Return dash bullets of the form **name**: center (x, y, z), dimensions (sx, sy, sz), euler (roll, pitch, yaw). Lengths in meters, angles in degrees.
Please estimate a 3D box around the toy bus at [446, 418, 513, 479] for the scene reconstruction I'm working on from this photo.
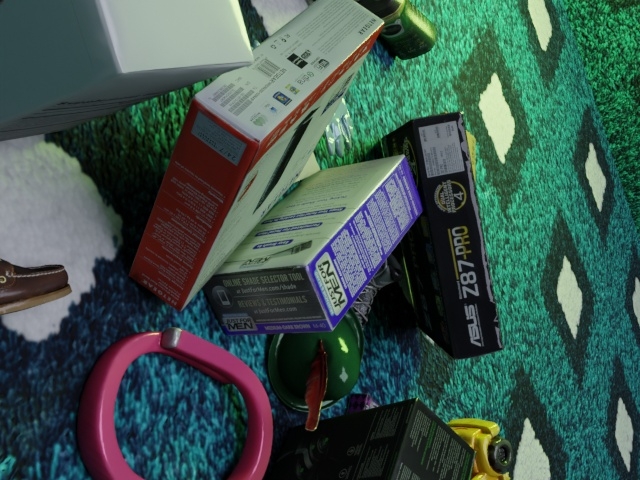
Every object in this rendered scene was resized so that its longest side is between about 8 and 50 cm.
- **toy bus**: center (0.258, 0.472, 1.389), dimensions (0.211, 0.149, 0.220), euler (-9, 88, -39)

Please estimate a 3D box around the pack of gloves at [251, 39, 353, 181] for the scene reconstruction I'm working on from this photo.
- **pack of gloves**: center (-0.042, -0.226, 1.206), dimensions (0.195, 0.046, 0.232), euler (-30, 104, -41)

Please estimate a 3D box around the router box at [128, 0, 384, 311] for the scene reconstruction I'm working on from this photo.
- **router box**: center (-0.076, -0.117, 0.903), dimensions (0.082, 0.301, 0.335), euler (35, 45, 2)

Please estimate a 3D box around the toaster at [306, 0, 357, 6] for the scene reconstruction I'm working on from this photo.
- **toaster**: center (0.042, -0.498, 1.258), dimensions (0.185, 0.168, 0.110), euler (60, 41, -28)

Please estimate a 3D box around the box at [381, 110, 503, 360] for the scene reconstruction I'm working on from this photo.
- **box**: center (0.209, -0.015, 1.304), dimensions (0.318, 0.097, 0.394), euler (-119, -163, -85)

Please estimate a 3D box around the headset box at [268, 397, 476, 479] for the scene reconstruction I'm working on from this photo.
- **headset box**: center (0.033, 0.365, 0.966), dimensions (0.131, 0.283, 0.246), euler (45, 46, -19)

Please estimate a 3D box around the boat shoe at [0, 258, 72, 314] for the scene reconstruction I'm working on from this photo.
- **boat shoe**: center (-0.331, 0.043, 0.690), dimensions (0.207, 0.073, 0.073), euler (-17, 98, -55)

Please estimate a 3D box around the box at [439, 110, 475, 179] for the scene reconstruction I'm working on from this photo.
- **box**: center (0.320, -0.179, 1.707), dimensions (0.164, 0.021, 0.201), euler (26, 62, -49)

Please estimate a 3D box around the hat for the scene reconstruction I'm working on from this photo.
- **hat**: center (0.037, 0.185, 1.046), dimensions (0.173, 0.184, 0.208), euler (35, 73, -29)

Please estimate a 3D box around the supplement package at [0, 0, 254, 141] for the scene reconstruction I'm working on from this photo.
- **supplement package**: center (-0.242, -0.207, 0.681), dimensions (0.175, 0.293, 0.177), euler (-26, 103, -54)

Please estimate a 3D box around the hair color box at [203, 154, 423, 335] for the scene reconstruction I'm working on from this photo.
- **hair color box**: center (0.000, 0.000, 1.071), dimensions (0.339, 0.185, 0.110), euler (-45, 120, -49)

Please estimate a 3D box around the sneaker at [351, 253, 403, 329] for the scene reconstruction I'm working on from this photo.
- **sneaker**: center (0.070, 0.089, 1.196), dimensions (0.086, 0.132, 0.228), euler (27, 61, -49)

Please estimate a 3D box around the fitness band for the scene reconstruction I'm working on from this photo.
- **fitness band**: center (-0.165, 0.229, 0.901), dimensions (0.291, 0.054, 0.209), euler (38, 53, -43)

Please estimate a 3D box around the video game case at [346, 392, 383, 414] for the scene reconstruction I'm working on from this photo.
- **video game case**: center (0.096, 0.407, 1.237), dimensions (0.210, 0.042, 0.232), euler (46, 48, -39)

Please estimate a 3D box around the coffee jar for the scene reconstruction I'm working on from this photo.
- **coffee jar**: center (0.151, -0.443, 1.463), dimensions (0.184, 0.096, 0.079), euler (30, 56, -49)
